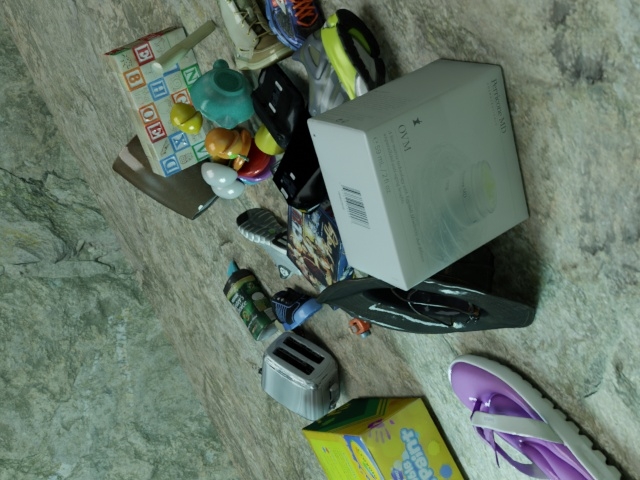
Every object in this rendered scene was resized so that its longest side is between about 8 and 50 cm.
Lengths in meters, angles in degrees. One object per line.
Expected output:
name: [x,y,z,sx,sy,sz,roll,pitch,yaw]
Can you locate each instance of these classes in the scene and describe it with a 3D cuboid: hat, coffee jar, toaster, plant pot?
hat: [0.158,0.048,1.344,0.331,0.332,0.133,145,133,-68]
coffee jar: [-0.180,0.166,2.346,0.184,0.079,0.096,53,141,22]
toaster: [-0.055,0.319,2.160,0.227,0.129,0.146,29,140,24]
plant pot: [-0.361,-0.169,2.239,0.230,0.215,0.215,46,157,1]

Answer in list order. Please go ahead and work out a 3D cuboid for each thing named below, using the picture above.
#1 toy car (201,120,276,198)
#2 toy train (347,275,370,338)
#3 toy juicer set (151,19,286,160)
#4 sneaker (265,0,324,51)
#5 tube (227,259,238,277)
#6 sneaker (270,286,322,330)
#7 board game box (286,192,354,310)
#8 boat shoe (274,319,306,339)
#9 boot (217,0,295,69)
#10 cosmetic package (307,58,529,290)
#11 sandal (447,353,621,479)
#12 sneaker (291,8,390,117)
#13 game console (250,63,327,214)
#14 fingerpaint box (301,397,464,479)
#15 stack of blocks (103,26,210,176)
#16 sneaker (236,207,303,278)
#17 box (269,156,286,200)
toy car: [-0.161,-0.172,1.867,0.136,0.159,0.182,10,167,9]
toy train: [0.057,0.129,1.844,0.166,0.046,0.125,62,157,0]
toy juicer set: [-0.220,-0.277,1.765,0.329,0.209,0.089,53,148,19]
sneaker: [-0.049,-0.397,1.432,0.221,0.083,0.087,60,150,-4]
tube: [-0.202,0.154,2.442,0.207,0.052,0.080,59,147,23]
sneaker: [-0.068,0.153,2.094,0.090,0.081,0.232,55,159,1]
board game box: [0.000,0.000,1.665,0.165,0.042,0.243,48,154,29]
boat shoe: [-0.056,0.237,2.221,0.133,0.042,0.049,49,144,4]
boot: [-0.122,-0.392,1.597,0.213,0.077,0.165,18,130,63]
cosmetic package: [0.135,-0.093,1.184,0.138,0.225,0.224,22,136,54]
sandal: [0.322,0.320,1.413,0.416,0.102,0.169,38,147,45]
sneaker: [0.056,-0.191,1.360,0.121,0.111,0.299,-21,90,40]
game console: [-0.043,-0.218,1.570,0.213,0.044,0.361,-63,35,23]
fingerpaint box: [0.182,0.563,1.917,0.444,0.163,0.371,62,159,0]
stack of blocks: [-0.350,-0.317,2.048,0.087,0.171,0.297,22,136,58]
sneaker: [-0.108,0.021,2.030,0.229,0.086,0.132,34,147,47]
box: [0.015,-0.081,1.676,0.216,0.060,0.270,64,158,-3]
